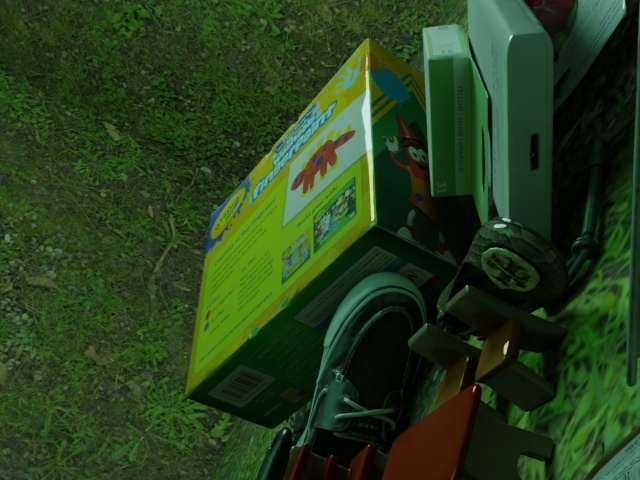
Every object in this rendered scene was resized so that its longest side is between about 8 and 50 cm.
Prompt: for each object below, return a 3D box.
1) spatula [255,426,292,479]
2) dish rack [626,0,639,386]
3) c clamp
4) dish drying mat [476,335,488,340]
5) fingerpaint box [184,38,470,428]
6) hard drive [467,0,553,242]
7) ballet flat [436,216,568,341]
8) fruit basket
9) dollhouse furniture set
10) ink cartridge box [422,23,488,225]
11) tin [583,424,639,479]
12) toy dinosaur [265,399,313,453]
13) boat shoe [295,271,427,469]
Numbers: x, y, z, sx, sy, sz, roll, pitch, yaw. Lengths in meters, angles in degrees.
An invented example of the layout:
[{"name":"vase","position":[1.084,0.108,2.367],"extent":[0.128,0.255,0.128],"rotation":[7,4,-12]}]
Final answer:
[{"name":"spatula","position":[-0.068,0.298,0.694],"extent":[0.084,0.030,0.296],"rotation":[137,149,-66]},{"name":"dish rack","position":[0.204,-0.115,0.447],"extent":[0.333,0.072,0.285],"rotation":[-58,-34,-51]},{"name":"c clamp","position":[0.224,-0.023,0.731],"extent":[0.137,0.022,0.160],"rotation":[122,171,-58]},{"name":"dish drying mat","position":[0.179,0.062,0.847],"extent":[0.083,0.008,0.032],"rotation":[-66,6,-16]},{"name":"fingerpaint box","position":[0.000,0.000,1.213],"extent":[0.445,0.163,0.371],"rotation":[-44,31,36]},{"name":"hard drive","position":[0.182,-0.142,0.835],"extent":[0.307,0.040,0.203],"rotation":[-82,-13,-62]},{"name":"ballet flat","position":[0.143,0.045,0.722],"extent":[0.058,0.084,0.250],"rotation":[-46,-8,-15]},{"name":"fruit basket","position":[0.281,-0.294,0.989],"extent":[0.327,0.165,0.353],"rotation":[110,162,-62]},{"name":"dollhouse furniture set","position":[0.061,0.191,0.677],"extent":[0.259,0.135,0.262],"rotation":[-56,9,55]},{"name":"ink cartridge box","position":[0.147,-0.123,0.933],"extent":[0.235,0.056,0.171],"rotation":[-81,-14,-59]},{"name":"tin","position":[0.177,0.127,0.404],"extent":[0.106,0.040,0.189],"rotation":[-77,14,-52]},{"name":"toy dinosaur","position":[-0.008,0.264,1.462],"extent":[0.268,0.064,0.118],"rotation":[-59,13,22]},{"name":"boat shoe","position":[0.048,0.204,0.991],"extent":[0.119,0.121,0.335],"rotation":[-107,32,-70]}]
